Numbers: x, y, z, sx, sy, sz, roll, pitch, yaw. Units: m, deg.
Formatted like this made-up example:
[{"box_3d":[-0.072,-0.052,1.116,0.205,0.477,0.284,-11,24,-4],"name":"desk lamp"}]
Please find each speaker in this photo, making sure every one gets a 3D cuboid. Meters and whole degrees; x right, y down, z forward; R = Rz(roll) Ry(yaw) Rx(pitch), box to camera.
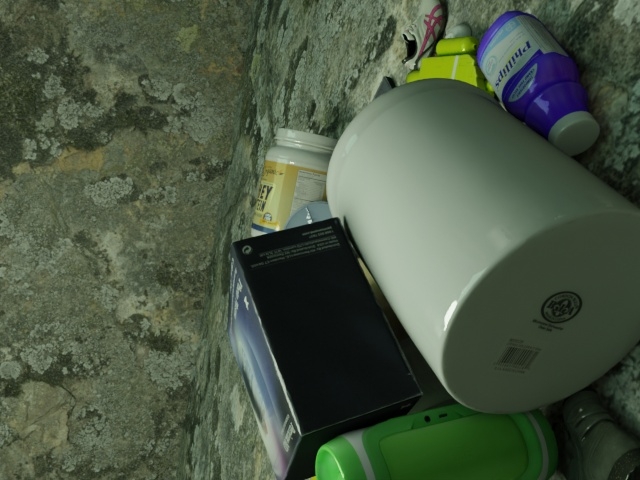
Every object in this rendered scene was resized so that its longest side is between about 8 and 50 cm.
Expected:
[{"box_3d":[0.149,0.284,0.749,0.131,0.296,0.131,175,90,-68],"name":"speaker"}]

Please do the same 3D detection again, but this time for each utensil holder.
[{"box_3d":[0.219,-0.010,0.819,0.328,0.327,0.385,-69,28,26],"name":"utensil holder"}]

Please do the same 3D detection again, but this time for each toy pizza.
[{"box_3d":[0.000,0.000,1.519,0.032,0.201,0.201,-27,-51,-82],"name":"toy pizza"}]

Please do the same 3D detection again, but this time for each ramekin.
[{"box_3d":[0.178,0.247,0.970,0.207,0.207,0.109,-61,39,38],"name":"ramekin"}]

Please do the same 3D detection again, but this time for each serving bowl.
[{"box_3d":[0.275,-0.407,1.217,0.083,0.027,0.083,-169,90,-67],"name":"serving bowl"}]

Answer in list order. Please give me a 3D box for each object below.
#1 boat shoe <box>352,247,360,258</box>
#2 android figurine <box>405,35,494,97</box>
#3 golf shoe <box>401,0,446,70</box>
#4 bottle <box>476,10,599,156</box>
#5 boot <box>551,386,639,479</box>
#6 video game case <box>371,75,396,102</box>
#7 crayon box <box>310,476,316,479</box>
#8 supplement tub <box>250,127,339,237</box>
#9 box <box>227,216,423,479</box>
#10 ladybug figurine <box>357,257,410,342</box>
[{"box_3d":[0.040,0.113,1.444,0.306,0.105,0.113,-59,37,35],"name":"boat shoe"},{"box_3d":[0.252,-0.275,1.160,0.273,0.056,0.248,26,110,62],"name":"android figurine"},{"box_3d":[0.223,-0.460,1.289,0.067,0.086,0.186,161,118,-66],"name":"golf shoe"},{"box_3d":[0.338,-0.245,0.919,0.283,0.092,0.118,-101,32,-41],"name":"bottle"},{"box_3d":[0.337,0.325,0.745,0.161,0.083,0.247,-114,38,-72],"name":"boot"},{"box_3d":[0.158,-0.250,1.436,0.274,0.026,0.196,-107,34,-45],"name":"video game case"},{"box_3d":[0.030,0.525,1.213,0.318,0.081,0.202,-64,4,-5],"name":"crayon box"},{"box_3d":[-0.058,-0.137,1.638,0.228,0.228,0.316,-156,77,-67],"name":"supplement tub"},{"box_3d":[-0.019,0.177,0.897,0.296,0.182,0.294,104,146,-54],"name":"box"},{"box_3d":[0.092,0.197,1.232,0.449,0.162,0.305,156,122,-63],"name":"ladybug figurine"}]
